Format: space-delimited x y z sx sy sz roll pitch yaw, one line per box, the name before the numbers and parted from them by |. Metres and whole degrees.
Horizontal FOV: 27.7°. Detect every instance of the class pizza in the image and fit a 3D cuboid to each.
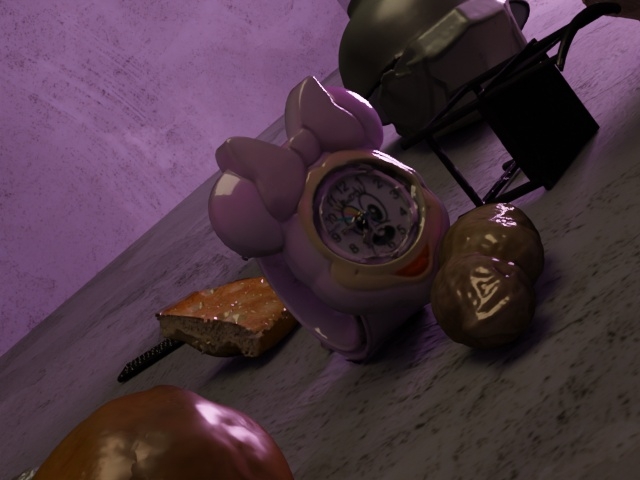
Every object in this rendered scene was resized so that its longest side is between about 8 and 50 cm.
pizza | -0.090 0.101 1.696 0.188 0.080 0.204 2 23 37

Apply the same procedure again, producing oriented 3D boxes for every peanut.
peanut | 0.149 0.032 1.158 0.104 0.085 0.228 -30 14 23

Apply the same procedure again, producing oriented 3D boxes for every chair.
chair | 0.240 -0.145 1.477 0.260 0.141 0.154 -28 14 48

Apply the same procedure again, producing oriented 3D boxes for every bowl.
bowl | 0.167 -0.372 2.256 0.354 0.185 0.354 -32 -13 -8

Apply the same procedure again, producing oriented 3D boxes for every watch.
watch | 0.000 0.000 1.315 0.211 0.248 0.217 -39 -9 -24

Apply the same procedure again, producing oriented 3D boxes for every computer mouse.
computer mouse | 0.216 -0.248 2.019 0.228 0.145 0.429 -38 -4 -6

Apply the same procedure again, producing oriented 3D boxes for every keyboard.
keyboard | -0.233 0.160 2.040 0.204 0.013 0.061 -33 12 18

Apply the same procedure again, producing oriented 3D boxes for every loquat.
loquat | -0.120 0.218 0.940 0.238 0.193 0.238 -44 27 29

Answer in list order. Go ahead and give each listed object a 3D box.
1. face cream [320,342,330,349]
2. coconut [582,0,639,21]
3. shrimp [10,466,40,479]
face cream | 0.017 0.097 1.483 0.038 0.020 0.115 -35 8 13
coconut | 0.448 -0.419 1.624 0.255 0.297 0.297 -9 11 -2
shrimp | -0.381 0.344 1.633 0.161 0.049 0.166 -45 14 -25
